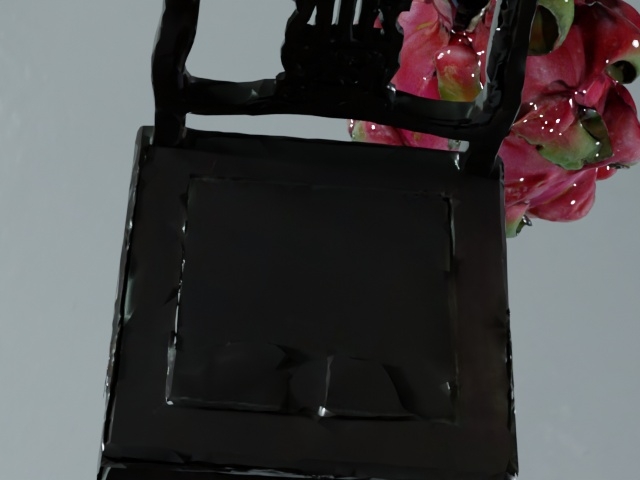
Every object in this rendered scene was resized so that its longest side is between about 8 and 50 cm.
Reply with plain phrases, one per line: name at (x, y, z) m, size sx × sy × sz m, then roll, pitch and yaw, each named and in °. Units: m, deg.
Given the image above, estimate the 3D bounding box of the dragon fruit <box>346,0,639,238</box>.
dragon fruit at (0.123, -0.122, 1.287) m, size 0.198 × 0.273 × 0.218 m, roll -29°, pitch 68°, yaw -33°

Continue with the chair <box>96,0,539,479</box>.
chair at (0.000, 0.000, 0.487) m, size 0.106 × 0.229 × 0.113 m, roll 3°, pitch 59°, yaw -4°
